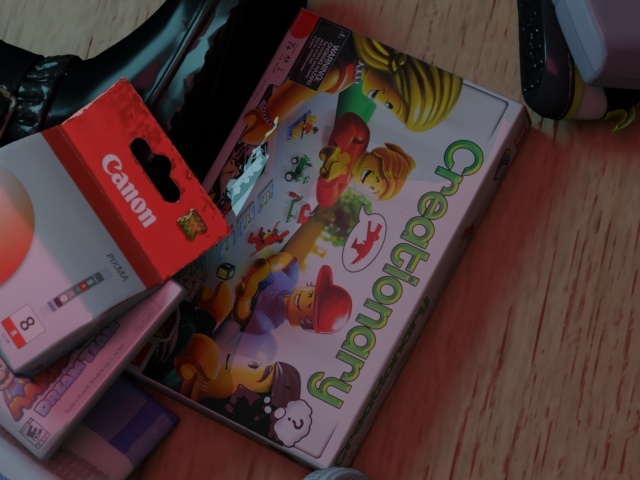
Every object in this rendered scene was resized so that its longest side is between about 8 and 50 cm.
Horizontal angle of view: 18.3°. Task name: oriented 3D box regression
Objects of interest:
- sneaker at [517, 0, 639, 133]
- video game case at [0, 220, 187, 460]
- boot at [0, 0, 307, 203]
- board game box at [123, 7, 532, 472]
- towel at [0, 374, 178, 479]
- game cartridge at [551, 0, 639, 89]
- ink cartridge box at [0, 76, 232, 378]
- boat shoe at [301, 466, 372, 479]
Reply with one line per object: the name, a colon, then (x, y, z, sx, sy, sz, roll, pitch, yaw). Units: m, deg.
sneaker: (0.200, -0.189, 1.478, 0.097, 0.084, 0.234, 5, 74, -10)
video game case: (-0.197, 0.051, 1.408, 0.143, 0.019, 0.157, 40, 89, 13)
boot: (-0.195, -0.130, 1.510, 0.260, 0.131, 0.348, 32, 83, 20)
board game box: (0.000, 0.000, 1.464, 0.193, 0.053, 0.305, 25, 80, 19)
towel: (-0.259, 0.151, 1.396, 0.209, 0.034, 0.285, 34, 47, 13)
game cartridge: (0.249, -0.249, 1.440, 0.196, 0.060, 0.294, 1, 71, -14)
ink cartridge box: (-0.174, -0.011, 1.384, 0.179, 0.045, 0.145, -36, 77, 4)
boat shoe: (0.026, 0.307, 1.350, 0.094, 0.109, 0.302, -30, 64, 40)
